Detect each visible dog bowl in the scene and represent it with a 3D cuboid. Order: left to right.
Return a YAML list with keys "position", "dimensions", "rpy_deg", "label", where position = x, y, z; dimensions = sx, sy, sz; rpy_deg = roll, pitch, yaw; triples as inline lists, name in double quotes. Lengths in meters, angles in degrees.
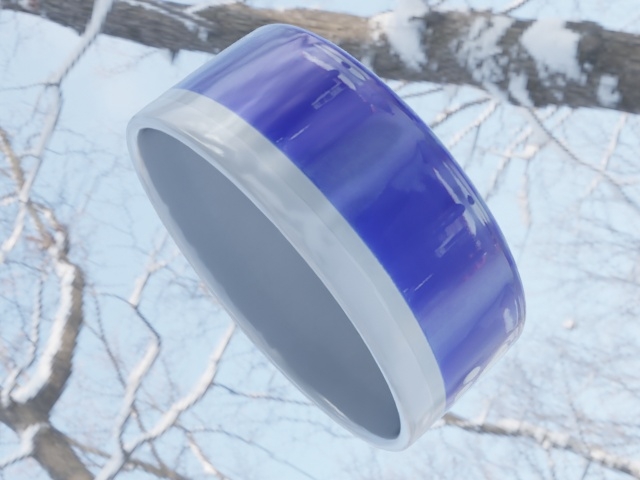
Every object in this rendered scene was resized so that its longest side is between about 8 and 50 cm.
- position: [0.000, 0.000, 0.757]
  dimensions: [0.104, 0.265, 0.265]
  rpy_deg: [-39, -53, -17]
  label: "dog bowl"
